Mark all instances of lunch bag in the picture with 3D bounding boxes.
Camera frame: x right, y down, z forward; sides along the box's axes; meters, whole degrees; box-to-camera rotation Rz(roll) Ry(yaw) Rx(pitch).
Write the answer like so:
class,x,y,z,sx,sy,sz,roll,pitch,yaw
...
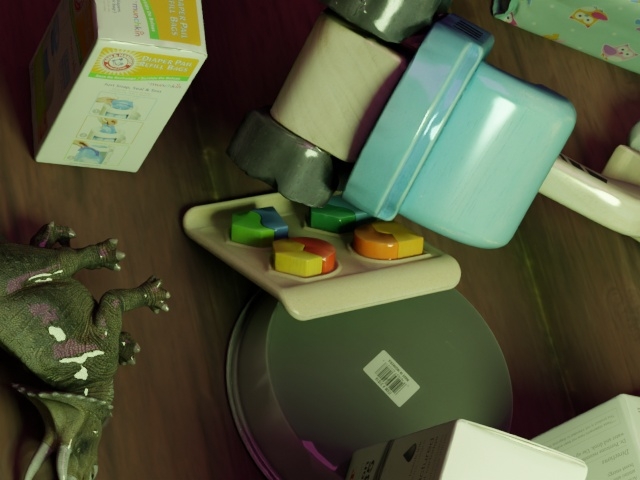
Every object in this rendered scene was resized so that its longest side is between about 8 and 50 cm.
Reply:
class,x,y,z,sx,sy,sz,roll,pitch,yaw
lunch bag,0.329,-0.345,2.101,0.223,0.160,0.262,18,61,-15

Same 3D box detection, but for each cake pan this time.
class,x,y,z,sx,sy,sz,roll,pitch,yaw
cake pan,0.057,0.136,1.741,0.293,0.054,0.293,12,57,-20

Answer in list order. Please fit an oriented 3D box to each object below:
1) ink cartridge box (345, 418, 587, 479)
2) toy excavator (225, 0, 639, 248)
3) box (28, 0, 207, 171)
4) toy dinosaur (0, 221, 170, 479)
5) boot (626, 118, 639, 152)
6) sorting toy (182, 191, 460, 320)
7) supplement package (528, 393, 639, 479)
class,x,y,z,sx,sy,sz,roll,pitch,yaw
ink cartridge box,0.087,0.270,1.505,0.117,0.283,0.207,21,74,-11
toy excavator,0.177,-0.082,1.794,0.445,0.222,0.433,31,12,3
box,-0.189,-0.165,1.704,0.103,0.203,0.114,6,59,-24
toy dinosaur,-0.239,0.054,1.604,0.160,0.121,0.313,-23,77,-49
boot,0.438,-0.126,2.076,0.258,0.095,0.123,13,50,-29
sorting toy,0.000,0.000,1.741,0.193,0.038,0.208,-11,30,-31
supplement package,0.289,0.310,1.648,0.175,0.177,0.293,14,53,-45
